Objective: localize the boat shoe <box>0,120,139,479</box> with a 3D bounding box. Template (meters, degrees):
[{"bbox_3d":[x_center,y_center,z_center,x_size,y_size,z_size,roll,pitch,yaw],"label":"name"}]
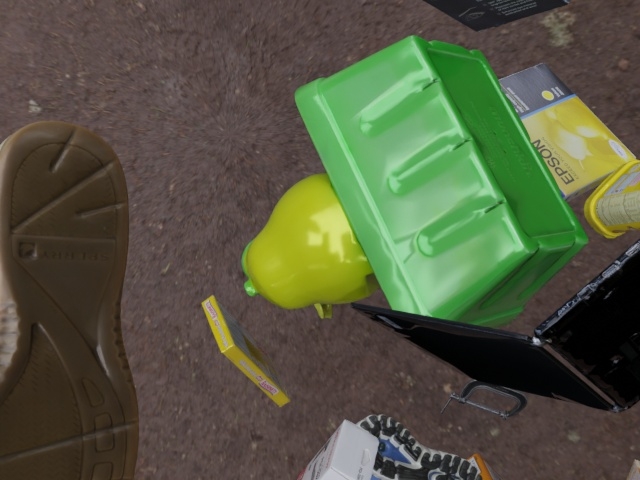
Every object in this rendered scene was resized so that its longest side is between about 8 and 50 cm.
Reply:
[{"bbox_3d":[-0.181,0.082,0.461,0.109,0.098,0.302,8,78,-39],"label":"boat shoe"}]

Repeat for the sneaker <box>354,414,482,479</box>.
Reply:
[{"bbox_3d":[0.169,0.433,1.379,0.330,0.147,0.130,39,61,-11],"label":"sneaker"}]

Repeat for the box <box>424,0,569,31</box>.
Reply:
[{"bbox_3d":[0.212,-0.353,0.954,0.158,0.156,0.093,16,80,-35],"label":"box"}]

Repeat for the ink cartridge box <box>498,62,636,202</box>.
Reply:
[{"bbox_3d":[0.451,-0.215,1.574,0.307,0.072,0.303,-25,68,-28],"label":"ink cartridge box"}]

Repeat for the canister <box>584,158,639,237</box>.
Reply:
[{"bbox_3d":[0.469,-0.067,1.063,0.126,0.170,0.073,-43,95,-9],"label":"canister"}]

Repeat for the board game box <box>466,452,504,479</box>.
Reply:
[{"bbox_3d":[0.357,0.777,1.640,0.356,0.356,0.356,-39,112,8],"label":"board game box"}]

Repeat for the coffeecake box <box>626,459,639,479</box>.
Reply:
[{"bbox_3d":[0.650,0.495,1.374,0.142,0.185,0.068,17,105,10],"label":"coffeecake box"}]

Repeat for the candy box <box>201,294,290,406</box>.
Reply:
[{"bbox_3d":[-0.114,0.177,1.173,0.027,0.105,0.206,-34,138,0],"label":"candy box"}]

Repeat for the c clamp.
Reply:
[{"bbox_3d":[0.355,0.346,1.611,0.161,0.022,0.137,17,128,0],"label":"c clamp"}]

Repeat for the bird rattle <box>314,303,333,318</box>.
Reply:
[{"bbox_3d":[0.018,0.037,1.612,0.143,0.207,0.253,27,65,-20],"label":"bird rattle"}]

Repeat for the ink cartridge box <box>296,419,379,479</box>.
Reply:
[{"bbox_3d":[0.013,0.318,0.990,0.056,0.099,0.135,32,118,-3],"label":"ink cartridge box"}]

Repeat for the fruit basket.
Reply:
[{"bbox_3d":[0.087,-0.030,0.966,0.283,0.392,0.392,-6,101,-48],"label":"fruit basket"}]

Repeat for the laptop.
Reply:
[{"bbox_3d":[0.209,0.048,0.629,0.264,0.136,0.234,-44,139,10],"label":"laptop"}]
